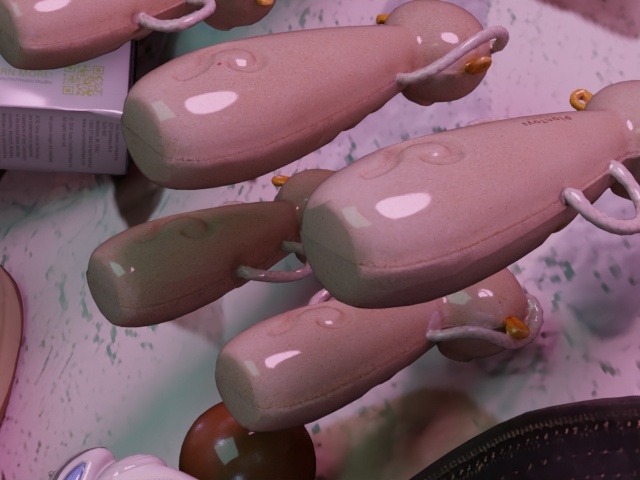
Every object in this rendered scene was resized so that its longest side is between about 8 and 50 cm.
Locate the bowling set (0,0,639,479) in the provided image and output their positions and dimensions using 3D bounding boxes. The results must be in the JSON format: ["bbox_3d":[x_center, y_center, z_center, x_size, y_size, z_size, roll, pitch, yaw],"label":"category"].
[{"bbox_3d":[0.000,0.000,0.641,0.154,0.200,0.287,-20,38,-31],"label":"bowling set"}]

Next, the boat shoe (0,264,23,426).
[{"bbox_3d":[-0.209,0.121,0.696,0.123,0.123,0.342,-7,54,17],"label":"boat shoe"}]

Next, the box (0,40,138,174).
[{"bbox_3d":[-0.208,-0.182,0.866,0.232,0.058,0.322,4,56,-7],"label":"box"}]

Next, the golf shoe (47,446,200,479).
[{"bbox_3d":[-0.073,0.167,0.594,0.086,0.069,0.176,8,88,34],"label":"golf shoe"}]

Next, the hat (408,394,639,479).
[{"bbox_3d":[0.045,0.175,0.466,0.331,0.134,0.331,-20,52,27],"label":"hat"}]
